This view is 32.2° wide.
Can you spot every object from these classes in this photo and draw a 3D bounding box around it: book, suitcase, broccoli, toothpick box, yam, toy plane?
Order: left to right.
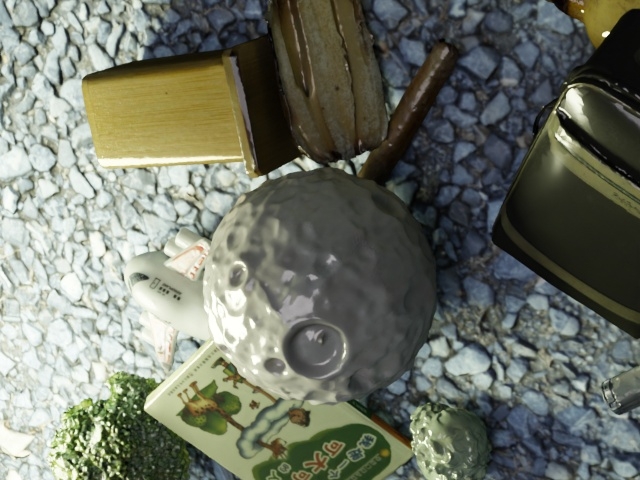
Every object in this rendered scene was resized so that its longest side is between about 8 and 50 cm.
[{"bbox_3d":[-0.341,0.372,1.898,0.288,0.260,0.235,-43,84,4],"label":"broccoli"},{"bbox_3d":[-0.217,0.103,1.817,0.252,0.118,0.252,8,109,25],"label":"toy plane"},{"bbox_3d":[-0.187,-0.199,1.662,0.308,0.190,0.188,-1,109,30],"label":"toothpick box"},{"bbox_3d":[-0.068,0.299,1.780,0.371,0.043,0.260,37,123,-15],"label":"book"},{"bbox_3d":[0.123,-0.174,1.592,0.046,0.046,0.264,37,120,10],"label":"yam"},{"bbox_3d":[0.374,-0.064,1.336,0.283,0.194,0.434,35,152,10],"label":"suitcase"}]

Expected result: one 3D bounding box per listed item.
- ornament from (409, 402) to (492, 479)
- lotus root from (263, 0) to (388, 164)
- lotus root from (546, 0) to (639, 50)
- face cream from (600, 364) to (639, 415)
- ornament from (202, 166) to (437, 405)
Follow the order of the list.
[{"bbox_3d":[0.194,0.389,1.715,0.130,0.120,0.285,10,113,21],"label":"ornament"},{"bbox_3d":[-0.009,-0.272,1.579,0.078,0.167,0.329,-4,97,65],"label":"lotus root"},{"bbox_3d":[0.410,-0.288,1.343,0.310,0.183,0.183,11,112,27],"label":"lotus root"},{"bbox_3d":[0.518,0.159,1.502,0.291,0.071,0.144,-35,89,30],"label":"face cream"},{"bbox_3d":[0.001,0.070,1.553,0.337,0.337,0.337,9,111,23],"label":"ornament"}]
